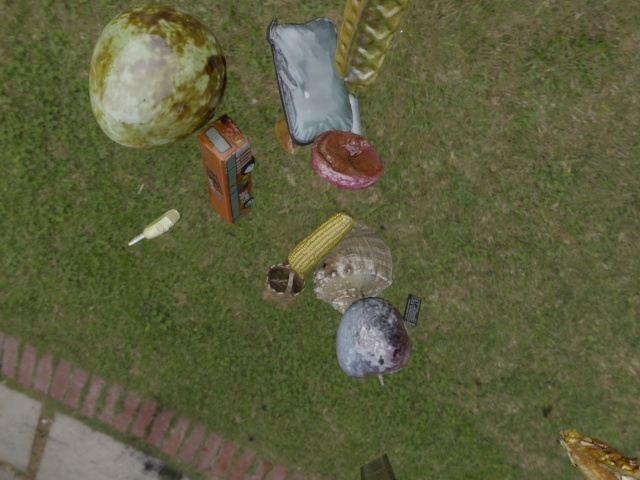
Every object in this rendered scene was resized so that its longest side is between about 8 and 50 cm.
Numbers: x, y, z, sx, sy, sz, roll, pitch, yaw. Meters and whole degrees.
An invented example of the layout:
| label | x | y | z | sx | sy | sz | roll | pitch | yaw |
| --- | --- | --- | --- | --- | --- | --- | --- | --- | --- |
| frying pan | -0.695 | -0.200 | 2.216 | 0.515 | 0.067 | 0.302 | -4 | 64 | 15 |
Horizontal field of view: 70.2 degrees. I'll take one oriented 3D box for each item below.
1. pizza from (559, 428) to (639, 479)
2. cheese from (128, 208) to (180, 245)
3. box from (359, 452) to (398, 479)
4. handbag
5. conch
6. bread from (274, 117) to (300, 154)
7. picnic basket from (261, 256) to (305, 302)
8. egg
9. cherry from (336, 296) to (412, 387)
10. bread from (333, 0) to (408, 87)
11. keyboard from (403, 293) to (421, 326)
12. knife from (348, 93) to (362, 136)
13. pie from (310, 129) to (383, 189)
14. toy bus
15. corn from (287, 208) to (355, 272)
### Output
| label | x | y | z | sx | sy | sz | roll | pitch | yaw |
| --- | --- | --- | --- | --- | --- | --- | --- | --- | --- |
| pizza | 0.674 | 0.531 | 1.076 | 0.081 | 0.228 | 0.289 | -40 | 144 | -11 |
| cheese | -0.667 | -0.036 | 1.792 | 0.255 | 0.127 | 0.050 | -26 | 115 | 25 |
| box | 0.164 | 0.610 | 0.999 | 0.084 | 0.310 | 0.198 | -25 | 76 | -3 |
| handbag | -0.023 | -0.434 | 1.231 | 0.191 | 0.075 | 0.332 | -17 | 107 | -14 |
| conch | 0.109 | 0.094 | 1.679 | 0.297 | 0.210 | 0.352 | -7 | 84 | 19 |
| bread | -0.095 | -0.352 | 1.432 | 0.136 | 0.154 | 0.054 | 25 | 164 | 35 |
| picnic basket | -0.116 | 0.131 | 1.532 | 0.137 | 0.128 | 0.178 | 8 | 140 | -21 |
| egg | -0.304 | -0.300 | 0.858 | 0.238 | 0.290 | 0.238 | 16 | 159 | 6 |
| cherry | 0.170 | 0.330 | 1.488 | 0.255 | 0.218 | 0.296 | -26 | 66 | 47 |
| bread | 0.091 | -0.396 | 0.816 | 0.087 | 0.269 | 0.098 | -17 | 71 | -18 |
| keyboard | 0.323 | 0.243 | 1.605 | 0.053 | 0.155 | 0.010 | 20 | 127 | 6 |
| knife | 0.112 | -0.350 | 1.506 | 0.040 | 0.073 | 0.266 | -18 | 120 | -9 |
| pie | 0.063 | -0.188 | 1.062 | 0.182 | 0.182 | 0.050 | 22 | 138 | 0 |
| toy bus | -0.217 | -0.150 | 1.089 | 0.093 | 0.409 | 0.092 | 45 | 72 | 7 |
| corn | 0.000 | 0.000 | 1.248 | 0.080 | 0.080 | 0.231 | 41 | 112 | -10 |
